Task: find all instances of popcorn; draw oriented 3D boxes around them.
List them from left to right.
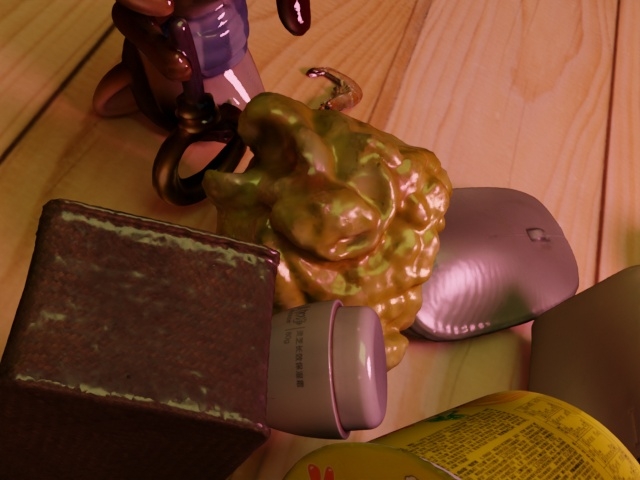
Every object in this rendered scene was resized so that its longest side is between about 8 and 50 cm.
[{"bbox_3d":[0.000,0.000,0.809,0.241,0.235,0.250,14,75,4],"label":"popcorn"}]

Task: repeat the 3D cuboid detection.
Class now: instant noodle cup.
[{"bbox_3d":[0.133,0.274,0.674,0.221,0.311,0.311,-16,65,-46],"label":"instant noodle cup"}]

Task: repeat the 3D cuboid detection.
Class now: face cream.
[{"bbox_3d":[0.001,0.109,0.686,0.104,0.117,0.117,-5,52,12],"label":"face cream"}]

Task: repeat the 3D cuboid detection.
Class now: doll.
[{"bbox_3d":[-0.116,-0.232,0.862,0.209,0.340,0.318,30,58,-1],"label":"doll"}]

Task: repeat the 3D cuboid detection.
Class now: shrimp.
[{"bbox_3d":[0.008,-0.206,1.113,0.083,0.023,0.114,40,43,8],"label":"shrimp"}]

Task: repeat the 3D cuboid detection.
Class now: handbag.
[{"bbox_3d":[0.293,0.178,0.840,0.109,0.241,0.315,39,43,-10],"label":"handbag"}]

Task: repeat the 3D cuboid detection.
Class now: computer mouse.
[{"bbox_3d":[0.192,0.017,1.002,0.330,0.095,0.197,-10,67,-32],"label":"computer mouse"}]

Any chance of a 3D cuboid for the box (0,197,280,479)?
[{"bbox_3d":[-0.153,0.117,0.635,0.184,0.273,0.143,14,52,-17],"label":"box"}]
